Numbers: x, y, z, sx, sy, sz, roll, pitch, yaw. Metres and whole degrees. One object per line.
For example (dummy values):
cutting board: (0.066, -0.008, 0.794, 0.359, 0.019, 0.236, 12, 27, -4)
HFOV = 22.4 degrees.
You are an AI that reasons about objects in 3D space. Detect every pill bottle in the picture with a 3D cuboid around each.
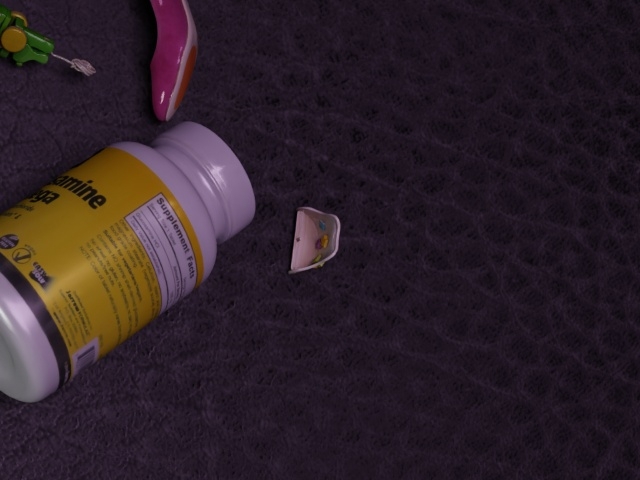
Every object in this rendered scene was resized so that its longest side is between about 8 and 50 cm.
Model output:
pill bottle: (-0.238, 0.011, 1.756, 0.334, 0.188, 0.188, -37, 101, -30)

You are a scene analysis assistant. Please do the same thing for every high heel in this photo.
high heel: (-0.201, -0.266, 1.899, 0.117, 0.082, 0.244, 10, 92, 3)

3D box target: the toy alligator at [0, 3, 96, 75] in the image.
toy alligator: (-0.344, -0.222, 1.811, 0.190, 0.056, 0.051, 33, 110, -23)

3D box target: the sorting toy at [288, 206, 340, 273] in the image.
sorting toy: (0.000, 0.000, 1.959, 0.045, 0.075, 0.083, 13, 77, -28)
